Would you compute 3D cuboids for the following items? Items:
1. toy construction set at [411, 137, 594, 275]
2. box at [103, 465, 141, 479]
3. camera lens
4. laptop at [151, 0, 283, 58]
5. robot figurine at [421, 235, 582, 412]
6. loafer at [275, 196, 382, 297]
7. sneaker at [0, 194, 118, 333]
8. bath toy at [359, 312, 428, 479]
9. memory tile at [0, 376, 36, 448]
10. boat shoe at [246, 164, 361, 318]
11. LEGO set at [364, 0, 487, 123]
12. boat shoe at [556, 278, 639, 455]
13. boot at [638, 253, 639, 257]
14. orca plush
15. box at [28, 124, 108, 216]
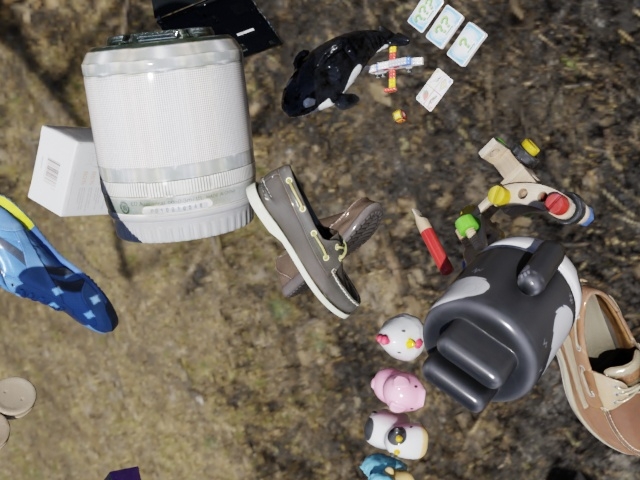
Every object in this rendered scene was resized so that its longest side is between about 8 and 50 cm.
[{"bbox_3d":[0.305,-0.062,1.573,0.237,0.309,0.257,65,147,29],"label":"toy construction set"},{"bbox_3d":[-0.365,0.549,1.507,0.293,0.057,0.201,-52,52,43],"label":"box"},{"bbox_3d":[-0.206,-0.153,1.203,0.219,0.219,0.274,10,110,48],"label":"camera lens"},{"bbox_3d":[-0.235,-0.530,1.883,0.234,0.264,0.136,-12,49,29],"label":"laptop"},{"bbox_3d":[0.253,0.111,1.185,0.209,0.278,0.173,-14,110,44],"label":"robot figurine"},{"bbox_3d":[0.000,0.000,2.112,0.366,0.134,0.130,-42,74,31],"label":"loafer"},{"bbox_3d":[-0.325,0.046,0.981,0.209,0.082,0.069,48,145,-19],"label":"sneaker"},{"bbox_3d":[0.154,0.324,1.756,0.151,0.129,0.348,7,93,32],"label":"bath toy"},{"bbox_3d":[-0.321,0.134,0.698,0.148,0.113,0.012,25,135,2],"label":"memory tile"},{"bbox_3d":[-0.007,0.004,1.140,0.069,0.081,0.227,-33,109,11],"label":"boat shoe"},{"bbox_3d":[0.191,-0.361,1.719,0.182,0.060,0.244,49,114,31],"label":"LEGO set"},{"bbox_3d":[0.442,0.202,1.321,0.324,0.123,0.116,58,165,-13],"label":"boat shoe"},{"bbox_3d":[0.612,0.038,1.418,0.152,0.197,0.073,31,104,11],"label":"boot"},{"bbox_3d":[0.047,-0.344,1.659,0.151,0.287,0.102,63,167,13],"label":"orca plush"},{"bbox_3d":[-0.385,-0.118,1.451,0.091,0.170,0.130,26,107,30],"label":"box"}]
